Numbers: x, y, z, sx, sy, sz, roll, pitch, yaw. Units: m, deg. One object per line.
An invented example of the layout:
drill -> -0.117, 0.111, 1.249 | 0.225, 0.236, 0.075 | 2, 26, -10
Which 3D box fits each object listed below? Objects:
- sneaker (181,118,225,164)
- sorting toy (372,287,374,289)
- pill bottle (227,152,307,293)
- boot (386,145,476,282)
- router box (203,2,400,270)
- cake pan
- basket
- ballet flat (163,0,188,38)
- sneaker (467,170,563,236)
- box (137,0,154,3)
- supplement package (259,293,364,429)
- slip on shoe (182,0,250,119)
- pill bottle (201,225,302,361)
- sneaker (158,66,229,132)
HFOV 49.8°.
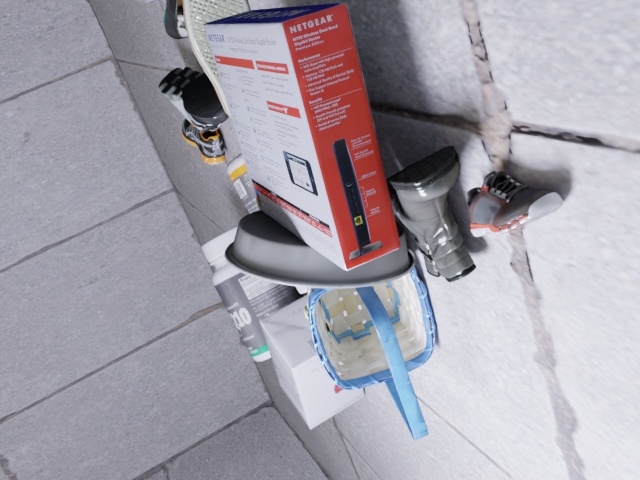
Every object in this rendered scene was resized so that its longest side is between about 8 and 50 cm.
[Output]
sneaker -> -0.325, -0.299, 1.935 | 0.215, 0.084, 0.083 | 45, 144, 38
sorting toy -> 0.110, 0.132, 1.319 | 0.102, 0.042, 0.061 | 56, 163, 23
pill bottle -> -0.046, -0.053, 1.290 | 0.278, 0.162, 0.162 | 62, 164, -1
boot -> 0.153, -0.024, 0.864 | 0.161, 0.083, 0.246 | 59, 177, -2
router box -> -0.036, -0.152, 0.925 | 0.335, 0.082, 0.301 | 35, 144, 61
cake pan -> 0.000, 0.000, 1.058 | 0.293, 0.293, 0.054 | -148, 56, -61
basket -> 0.089, 0.150, 1.117 | 0.289, 0.201, 0.255 | -126, 16, -61
ballet flat -> -0.275, -0.485, 1.431 | 0.096, 0.095, 0.280 | 47, 162, 8
sneaker -> 0.194, -0.043, 0.736 | 0.065, 0.061, 0.158 | 69, 164, 0
box -> -0.488, -0.721, 1.803 | 0.145, 0.038, 0.186 | 36, 151, 57
supplement package -> -0.015, 0.305, 1.749 | 0.175, 0.177, 0.293 | 48, 160, 40
slip on shoe -> -0.182, -0.365, 1.296 | 0.101, 0.123, 0.331 | 54, 167, 41
pill bottle -> -0.179, 0.139, 1.948 | 0.361, 0.204, 0.204 | 62, 164, 0
sneaker -> -0.269, -0.324, 1.671 | 0.146, 0.122, 0.330 | 51, 173, -37
